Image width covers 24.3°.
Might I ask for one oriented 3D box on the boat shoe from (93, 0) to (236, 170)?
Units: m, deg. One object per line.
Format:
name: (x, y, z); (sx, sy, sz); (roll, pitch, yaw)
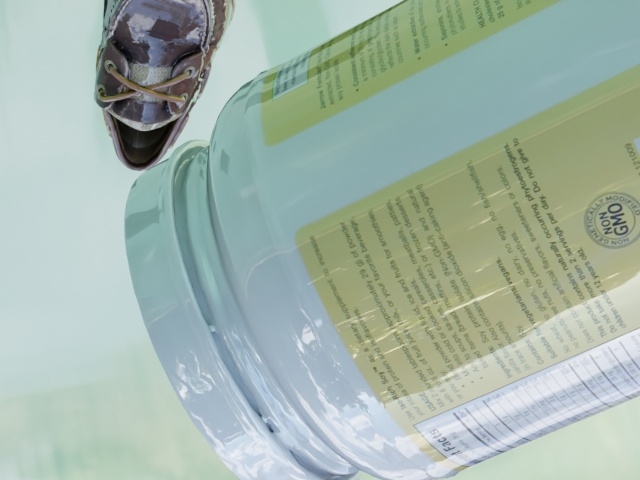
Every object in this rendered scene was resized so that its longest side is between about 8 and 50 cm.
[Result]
boat shoe: (-0.153, -0.159, 1.381); (0.123, 0.123, 0.342); (8, 160, -13)

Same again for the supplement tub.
supplement tub: (0.091, -0.017, 0.775); (0.331, 0.241, 0.241); (-25, 160, 18)
